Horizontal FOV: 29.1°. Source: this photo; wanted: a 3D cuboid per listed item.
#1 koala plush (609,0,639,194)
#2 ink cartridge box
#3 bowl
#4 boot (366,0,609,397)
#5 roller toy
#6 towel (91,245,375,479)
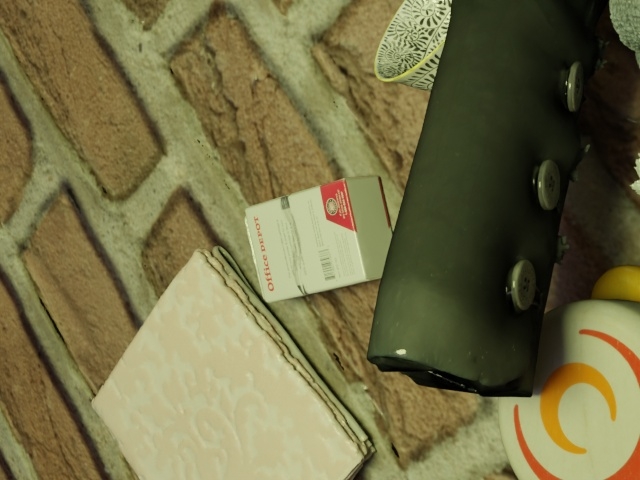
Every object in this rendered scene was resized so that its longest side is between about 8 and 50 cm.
[{"bbox_3d":[0.321,-0.119,0.963,0.196,0.203,0.221,7,113,40],"label":"koala plush"},{"bbox_3d":[0.000,0.000,1.323,0.150,0.063,0.109,-14,87,41],"label":"ink cartridge box"},{"bbox_3d":[0.134,-0.196,1.149,0.080,0.170,0.170,36,130,-20],"label":"bowl"},{"bbox_3d":[0.105,-0.116,0.930,0.146,0.367,0.445,13,83,39],"label":"boot"},{"bbox_3d":[0.263,0.145,1.066,0.191,0.146,0.209,-54,53,28],"label":"roller toy"},{"bbox_3d":[-0.114,0.223,1.463,0.332,0.053,0.317,51,124,23],"label":"towel"}]
